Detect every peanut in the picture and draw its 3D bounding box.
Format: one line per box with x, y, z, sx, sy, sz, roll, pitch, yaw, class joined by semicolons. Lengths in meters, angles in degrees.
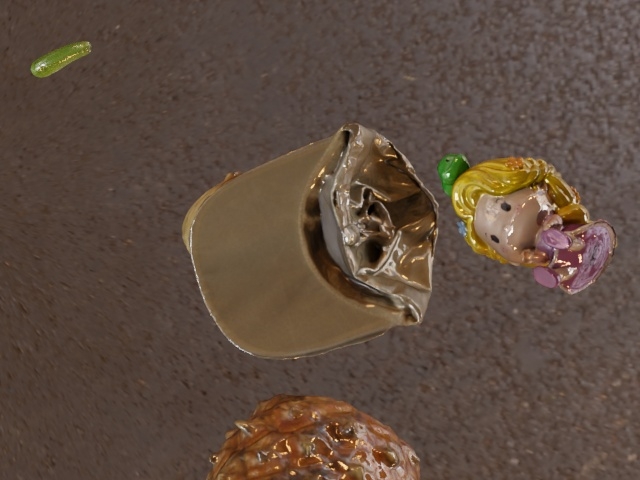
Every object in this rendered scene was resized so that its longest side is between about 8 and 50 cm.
-0.131;-0.028;1.523;0.140;0.159;0.109;-17;69;-51;peanut

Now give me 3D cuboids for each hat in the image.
0.000;0.000;1.090;0.244;0.149;0.214;-16;93;13;hat

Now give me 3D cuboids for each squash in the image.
-0.335;-0.235;1.344;0.089;0.027;0.027;-24;102;15;squash

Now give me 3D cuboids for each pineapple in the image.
-0.024;0.241;0.647;0.158;0.158;0.279;35;46;-19;pineapple

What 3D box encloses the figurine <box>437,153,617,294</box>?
0.174;-0.023;0.868;0.115;0.156;0.095;0;114;-46;figurine
